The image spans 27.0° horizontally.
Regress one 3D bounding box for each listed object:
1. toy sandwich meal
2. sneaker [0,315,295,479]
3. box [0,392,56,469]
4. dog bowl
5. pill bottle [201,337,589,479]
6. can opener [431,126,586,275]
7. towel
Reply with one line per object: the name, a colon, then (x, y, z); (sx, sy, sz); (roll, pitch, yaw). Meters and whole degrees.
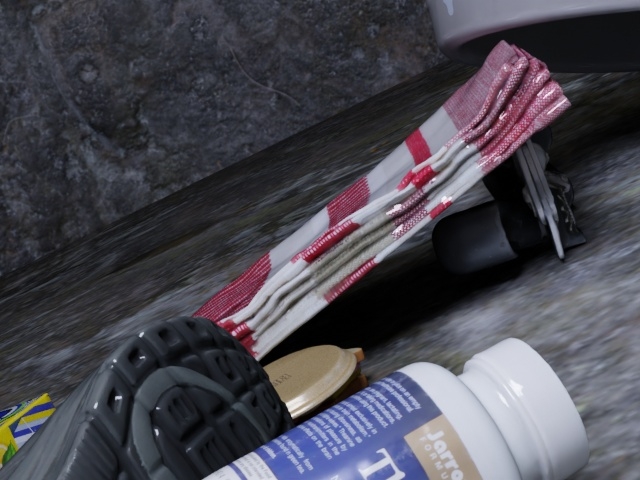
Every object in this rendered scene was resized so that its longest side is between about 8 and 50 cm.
toy sandwich meal: (-0.013, 0.080, 0.661); (0.086, 0.029, 0.085); (-25, 14, 6)
sneaker: (-0.102, 0.117, 0.465); (0.130, 0.109, 0.286); (-27, 5, 32)
box: (-0.188, 0.143, 0.671); (0.054, 0.059, 0.169); (-23, 9, 28)
dog bowl: (0.231, -0.183, 0.904); (0.349, 0.102, 0.349); (-1, 0, 0)
pill bottle: (0.023, 0.081, 0.426); (0.120, 0.067, 0.067); (-28, 9, -13)
can opener: (0.108, -0.038, 0.852); (0.095, 0.076, 0.283); (-21, 8, 5)
towel: (0.000, 0.000, 0.788); (0.329, 0.037, 0.237); (-40, 5, 10)
